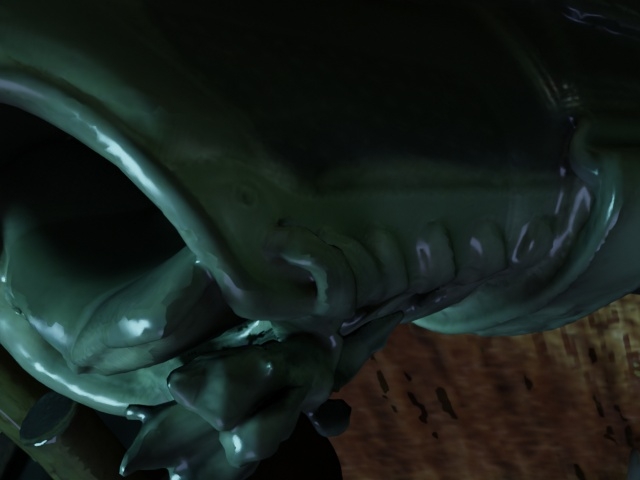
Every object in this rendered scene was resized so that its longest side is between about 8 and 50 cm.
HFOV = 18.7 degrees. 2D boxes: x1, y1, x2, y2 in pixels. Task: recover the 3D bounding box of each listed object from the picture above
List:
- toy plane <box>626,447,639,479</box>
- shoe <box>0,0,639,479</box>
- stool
[{"bbox_3d":[0.112,0.130,0.731,0.053,0.078,0.197,18,135,-18],"label":"toy plane"},{"bbox_3d":[0.001,-0.001,0.433,0.293,0.149,0.109,16,149,-17],"label":"shoe"},{"bbox_3d":[-0.082,0.081,0.640,0.121,0.125,0.217,46,154,-27],"label":"stool"}]
